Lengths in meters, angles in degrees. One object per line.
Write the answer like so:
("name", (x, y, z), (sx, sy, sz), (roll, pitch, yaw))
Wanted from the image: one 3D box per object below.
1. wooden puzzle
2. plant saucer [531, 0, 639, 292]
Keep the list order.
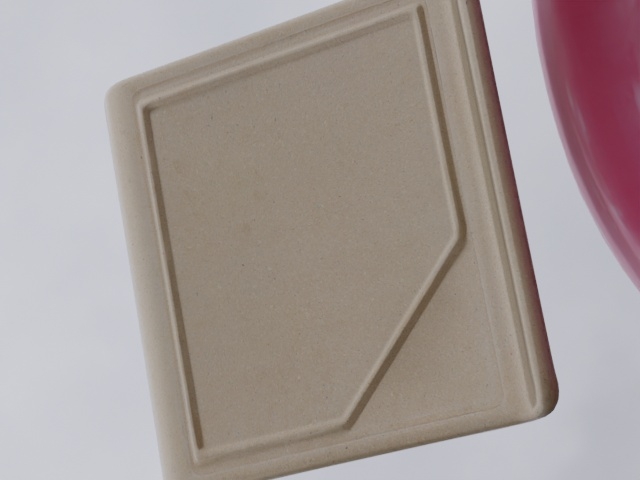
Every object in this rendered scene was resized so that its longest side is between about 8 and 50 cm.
("wooden puzzle", (0.000, 0.000, 0.910), (0.044, 0.239, 0.221), (6, -110, -54))
("plant saucer", (0.210, -0.093, 0.757), (0.084, 0.332, 0.332), (-16, -57, -26))
